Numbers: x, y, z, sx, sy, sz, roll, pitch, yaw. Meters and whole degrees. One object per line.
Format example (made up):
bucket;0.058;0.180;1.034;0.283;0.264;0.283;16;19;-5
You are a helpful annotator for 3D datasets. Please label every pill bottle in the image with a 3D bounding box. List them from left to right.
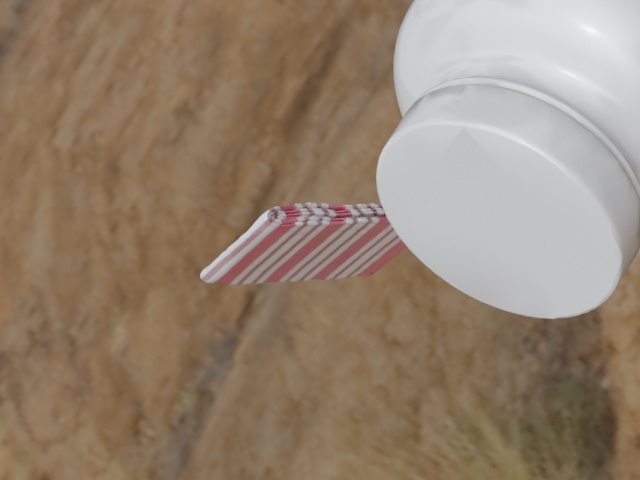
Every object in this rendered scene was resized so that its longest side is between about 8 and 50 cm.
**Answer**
pill bottle;0.155;-0.118;0.900;0.181;0.181;0.323;-16;32;50

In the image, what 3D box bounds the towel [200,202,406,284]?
towel;0.000;0.000;1.654;0.144;0.197;0.029;-41;58;51
